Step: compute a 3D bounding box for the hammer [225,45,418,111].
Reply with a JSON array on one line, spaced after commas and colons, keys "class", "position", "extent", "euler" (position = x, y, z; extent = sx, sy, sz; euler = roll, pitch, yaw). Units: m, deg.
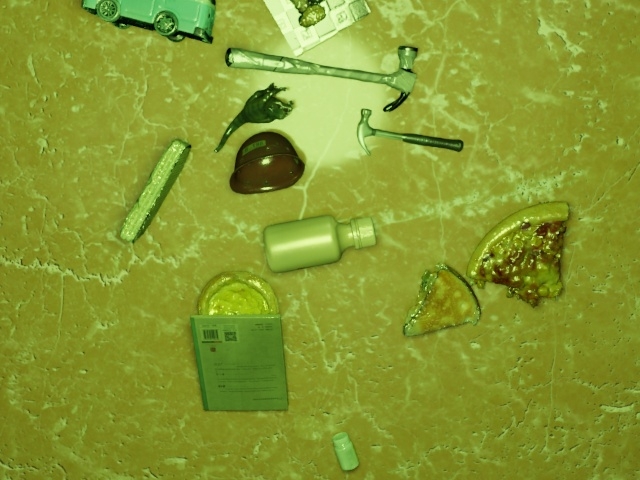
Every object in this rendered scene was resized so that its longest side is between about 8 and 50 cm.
[{"class": "hammer", "position": [0.004, -0.386, 1.861], "extent": [0.427, 0.044, 0.152], "euler": [8, 103, -9]}]

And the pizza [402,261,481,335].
[{"class": "pizza", "position": [0.269, 0.159, 1.980], "extent": [0.195, 0.052, 0.185], "euler": [-37, 105, 2]}]

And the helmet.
[{"class": "helmet", "position": [-0.130, -0.182, 1.889], "extent": [0.175, 0.155, 0.106], "euler": [-29, 60, 21]}]

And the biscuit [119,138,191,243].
[{"class": "biscuit", "position": [-0.368, -0.117, 1.883], "extent": [0.052, 0.150, 0.252], "euler": [31, 100, -6]}]

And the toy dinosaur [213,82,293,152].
[{"class": "toy dinosaur", "position": [-0.154, -0.279, 1.852], "extent": [0.179, 0.187, 0.087], "euler": [-29, 98, -21]}]

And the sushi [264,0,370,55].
[{"class": "sushi", "position": [-0.026, -0.549, 1.852], "extent": [0.192, 0.050, 0.215], "euler": [-29, 107, 6]}]

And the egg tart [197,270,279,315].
[{"class": "egg tart", "position": [-0.192, 0.154, 1.970], "extent": [0.191, 0.074, 0.191], "euler": [0, 102, 2]}]

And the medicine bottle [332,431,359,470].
[{"class": "medicine bottle", "position": [0.061, 0.514, 2.049], "extent": [0.047, 0.047, 0.083], "euler": [-18, 100, 4]}]

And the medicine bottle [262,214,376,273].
[{"class": "medicine bottle", "position": [0.000, 0.000, 1.921], "extent": [0.252, 0.114, 0.114], "euler": [-11, 100, 3]}]

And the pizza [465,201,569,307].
[{"class": "pizza", "position": [0.484, 0.049, 1.942], "extent": [0.289, 0.081, 0.229], "euler": [-35, 98, 6]}]

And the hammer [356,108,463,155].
[{"class": "hammer", "position": [0.204, -0.228, 1.922], "extent": [0.246, 0.029, 0.103], "euler": [11, 100, -3]}]

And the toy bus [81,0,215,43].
[{"class": "toy bus", "position": [-0.356, -0.528, 1.818], "extent": [0.271, 0.133, 0.165], "euler": [14, 96, 0]}]

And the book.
[{"class": "book", "position": [-0.186, 0.289, 1.971], "extent": [0.215, 0.025, 0.282], "euler": [0, 122, 2]}]
